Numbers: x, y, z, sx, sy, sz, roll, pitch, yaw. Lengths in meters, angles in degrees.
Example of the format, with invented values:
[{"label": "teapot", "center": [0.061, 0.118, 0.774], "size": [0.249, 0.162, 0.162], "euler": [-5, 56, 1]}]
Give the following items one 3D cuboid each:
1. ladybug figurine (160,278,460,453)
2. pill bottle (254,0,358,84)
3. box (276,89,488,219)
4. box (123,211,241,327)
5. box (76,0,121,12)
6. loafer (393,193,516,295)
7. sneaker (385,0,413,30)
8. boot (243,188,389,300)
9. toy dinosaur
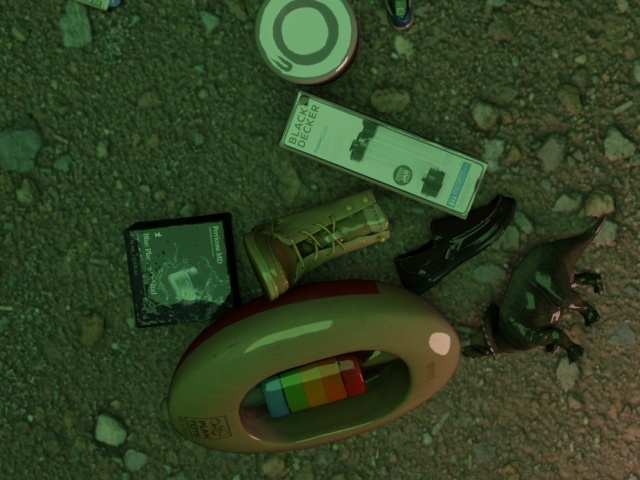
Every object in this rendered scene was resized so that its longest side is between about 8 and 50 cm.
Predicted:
[{"label": "ladybug figurine", "center": [-0.021, 0.178, 1.461], "size": [0.449, 0.162, 0.305], "euler": [-13, 136, -4]}, {"label": "pill bottle", "center": [-0.014, -0.287, 1.387], "size": [0.136, 0.246, 0.136], "euler": [0, 98, 3]}, {"label": "box", "center": [0.089, -0.131, 1.444], "size": [0.290, 0.169, 0.087], "euler": [21, 99, 0]}, {"label": "box", "center": [-0.212, 0.045, 1.521], "size": [0.158, 0.093, 0.156], "euler": [-6, 98, 2]}, {"label": "box", "center": [-0.362, -0.404, 1.498], "size": [0.136, 0.028, 0.081], "euler": [18, 98, -2]}, {"label": "loafer", "center": [0.202, -0.004, 1.500], "size": [0.220, 0.080, 0.078], "euler": [-39, 95, 7]}, {"label": "sneaker", "center": [0.112, -0.384, 1.462], "size": [0.052, 0.058, 0.135], "euler": [-17, 96, 5]}, {"label": "boot", "center": [0.000, 0.000, 1.421], "size": [0.203, 0.262, 0.095], "euler": [-18, 99, 4]}, {"label": "toy dinosaur", "center": [0.339, 0.087, 1.489], "size": [0.160, 0.121, 0.313], "euler": [30, 103, -15]}]
